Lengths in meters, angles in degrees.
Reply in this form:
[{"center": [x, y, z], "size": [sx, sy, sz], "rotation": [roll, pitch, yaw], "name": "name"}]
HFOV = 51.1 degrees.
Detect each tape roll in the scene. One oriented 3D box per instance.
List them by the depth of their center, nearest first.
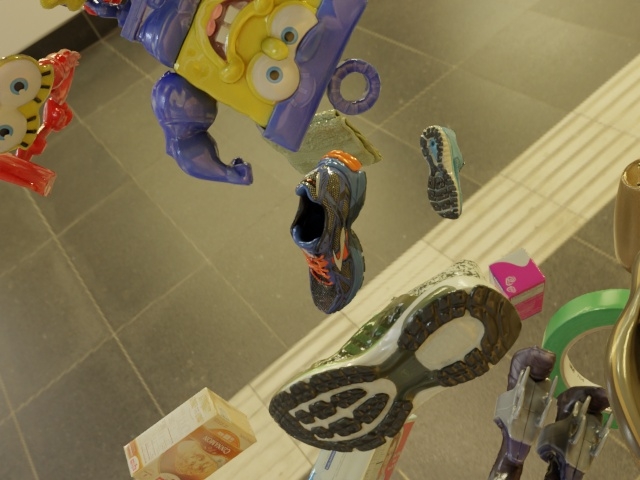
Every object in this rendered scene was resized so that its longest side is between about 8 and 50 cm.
[{"center": [0.637, 0.256, 1.421], "size": [0.321, 0.321, 0.077], "rotation": [-1, 28, 25], "name": "tape roll"}]

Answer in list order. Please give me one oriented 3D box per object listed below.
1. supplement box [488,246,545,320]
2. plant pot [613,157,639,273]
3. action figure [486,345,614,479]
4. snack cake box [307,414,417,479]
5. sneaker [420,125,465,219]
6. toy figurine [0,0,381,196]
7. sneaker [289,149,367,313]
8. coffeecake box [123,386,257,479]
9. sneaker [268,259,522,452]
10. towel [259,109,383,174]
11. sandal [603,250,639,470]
[{"center": [0.534, 0.130, 1.825], "size": [0.113, 0.220, 0.111], "rotation": [-25, 58, -1], "name": "supplement box"}, {"center": [0.816, -0.072, 1.617], "size": [0.237, 0.254, 0.237], "rotation": [-21, 39, 18], "name": "plant pot"}, {"center": [0.155, 0.239, 0.541], "size": [0.185, 0.099, 0.285], "rotation": [25, 69, -3], "name": "action figure"}, {"center": [0.085, 0.377, 1.224], "size": [0.089, 0.264, 0.152], "rotation": [22, 86, 22], "name": "snack cake box"}, {"center": [0.222, -0.116, 1.132], "size": [0.073, 0.162, 0.063], "rotation": [-14, 8, -39], "name": "sneaker"}, {"center": [-0.048, -0.170, 0.449], "size": [0.363, 0.217, 0.191], "rotation": [-63, 13, 11], "name": "toy figurine"}, {"center": [0.000, 0.000, 0.825], "size": [0.083, 0.221, 0.087], "rotation": [23, 39, 37], "name": "sneaker"}, {"center": [-0.233, 0.369, 1.213], "size": [0.185, 0.142, 0.068], "rotation": [-36, 46, 2], "name": "coffeecake box"}, {"center": [0.101, 0.165, 0.983], "size": [0.410, 0.158, 0.182], "rotation": [-34, 15, 22], "name": "sneaker"}, {"center": [-0.001, -0.127, 0.889], "size": [0.148, 0.110, 0.027], "rotation": [-1, 62, 40], "name": "towel"}, {"center": [0.211, 0.062, 0.391], "size": [0.049, 0.072, 0.180], "rotation": [-28, 23, 50], "name": "sandal"}]
